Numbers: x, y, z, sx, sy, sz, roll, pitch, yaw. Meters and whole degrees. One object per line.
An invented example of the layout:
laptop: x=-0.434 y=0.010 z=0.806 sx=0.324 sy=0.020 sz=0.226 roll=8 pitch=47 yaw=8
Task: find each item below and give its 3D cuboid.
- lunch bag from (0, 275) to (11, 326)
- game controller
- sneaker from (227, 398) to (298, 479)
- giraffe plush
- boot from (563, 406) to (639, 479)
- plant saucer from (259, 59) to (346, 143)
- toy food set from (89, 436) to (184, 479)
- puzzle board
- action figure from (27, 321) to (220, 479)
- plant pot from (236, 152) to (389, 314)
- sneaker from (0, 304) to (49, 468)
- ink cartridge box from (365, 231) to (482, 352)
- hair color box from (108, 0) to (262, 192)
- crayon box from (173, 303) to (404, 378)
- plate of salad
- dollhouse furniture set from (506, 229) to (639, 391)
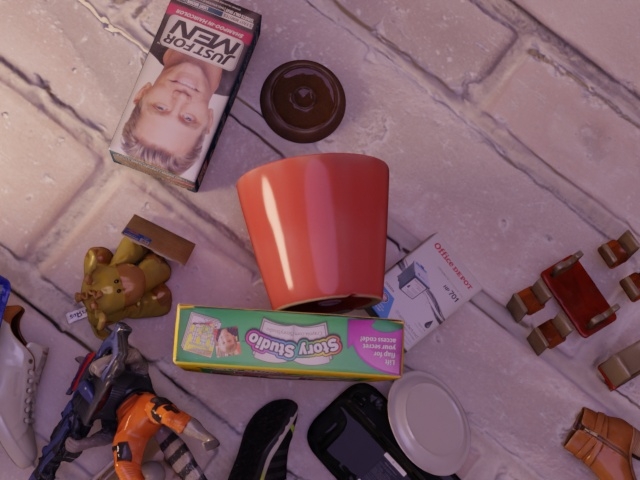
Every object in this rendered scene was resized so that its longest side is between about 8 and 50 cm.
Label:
lunch bag: x=-0.731 y=0.209 z=1.707 sx=0.327 sy=0.239 sz=0.386 roll=4 pitch=72 yaw=16
game controller: x=0.125 y=0.418 z=1.897 sx=0.166 sy=0.067 sz=0.319 roll=-43 pitch=87 yaw=4
sneaker: x=-0.098 y=0.400 z=1.870 sx=0.097 sy=0.084 sz=0.235 roll=49 pitch=59 yaw=-41
giraffe plush: x=-0.367 y=0.082 z=1.831 sx=0.210 sy=0.170 sz=0.181 roll=-38 pitch=87 yaw=-10
boot: x=0.521 y=0.420 z=1.929 sx=0.152 sy=0.073 sz=0.197 roll=27 pitch=67 yaw=-3
plant saucer: x=-0.033 y=-0.272 z=1.997 sx=0.168 sy=0.029 sz=0.169 roll=1 pitch=82 yaw=-6
toy food set: x=-0.279 y=0.511 z=1.813 sx=0.219 sy=0.092 sz=0.306 roll=-43 pitch=87 yaw=-11
puzzle board: x=-0.296 y=0.000 z=1.893 sx=0.128 sy=0.096 sz=0.011 roll=26 pitch=113 yaw=-5
action figure: x=-0.341 y=0.330 z=1.773 sx=0.341 sy=0.178 sz=0.330 roll=-53 pitch=53 yaw=16
plant pot: x=0.000 y=0.000 z=1.826 sx=0.274 sy=0.275 sz=0.243 roll=-5 pitch=76 yaw=-7
sneaker: x=-0.528 y=0.250 z=1.820 sx=0.123 sy=0.106 sz=0.290 roll=-18 pitch=82 yaw=-6
ink cartridge box: x=0.183 y=0.098 z=1.936 sx=0.190 sy=0.082 sz=0.140 roll=-39 pitch=87 yaw=-9
hair color box: x=-0.249 y=-0.284 z=1.937 sx=0.173 sy=0.105 sz=0.347 roll=20 pitch=80 yaw=-2
crayon box: x=-0.060 y=0.180 z=1.773 sx=0.362 sy=0.313 sz=0.106 roll=4 pitch=80 yaw=-4
plate of salad: x=0.194 y=0.333 z=1.885 sx=0.199 sy=0.048 sz=0.200 roll=21 pitch=51 yaw=-29
dollhouse furniture set: x=0.519 y=0.149 z=1.961 sx=0.262 sy=0.135 sz=0.259 roll=-28 pitch=74 yaw=-10
